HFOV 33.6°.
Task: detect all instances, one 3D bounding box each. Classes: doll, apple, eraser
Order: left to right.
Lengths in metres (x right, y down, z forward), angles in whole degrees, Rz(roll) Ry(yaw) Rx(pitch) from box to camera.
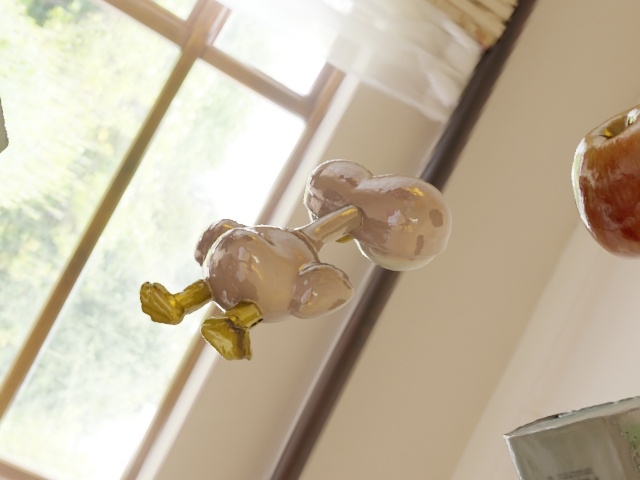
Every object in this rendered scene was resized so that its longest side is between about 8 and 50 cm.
[{"bbox_3d":[0.000,-0.001,0.991,0.365,0.160,0.094,-26,130,-50],"label":"doll"},{"bbox_3d":[0.264,0.254,0.901,0.174,0.081,0.227,-26,-100,47],"label":"eraser"},{"bbox_3d":[0.306,-0.058,0.989,0.146,0.131,0.146,-30,-173,4],"label":"apple"}]

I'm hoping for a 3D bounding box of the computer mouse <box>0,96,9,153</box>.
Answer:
[{"bbox_3d":[-0.369,-0.186,0.896,0.122,0.188,0.370,-110,-161,-50],"label":"computer mouse"}]
